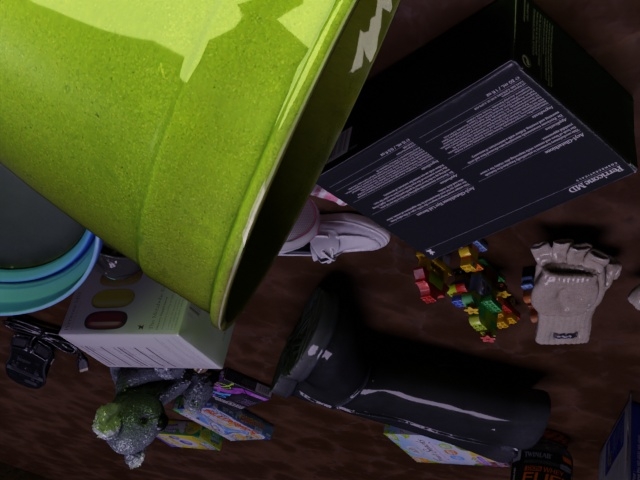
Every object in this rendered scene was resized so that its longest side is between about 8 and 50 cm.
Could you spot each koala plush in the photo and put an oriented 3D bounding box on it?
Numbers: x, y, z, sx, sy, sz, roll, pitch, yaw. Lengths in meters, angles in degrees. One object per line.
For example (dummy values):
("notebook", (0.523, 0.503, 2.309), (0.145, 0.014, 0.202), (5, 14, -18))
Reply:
("koala plush", (-0.354, 0.322, 1.661), (0.203, 0.221, 0.196), (7, 147, 21))

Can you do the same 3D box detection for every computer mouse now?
("computer mouse", (-0.576, 0.243, 1.801), (0.184, 0.060, 0.262), (20, 139, -2))

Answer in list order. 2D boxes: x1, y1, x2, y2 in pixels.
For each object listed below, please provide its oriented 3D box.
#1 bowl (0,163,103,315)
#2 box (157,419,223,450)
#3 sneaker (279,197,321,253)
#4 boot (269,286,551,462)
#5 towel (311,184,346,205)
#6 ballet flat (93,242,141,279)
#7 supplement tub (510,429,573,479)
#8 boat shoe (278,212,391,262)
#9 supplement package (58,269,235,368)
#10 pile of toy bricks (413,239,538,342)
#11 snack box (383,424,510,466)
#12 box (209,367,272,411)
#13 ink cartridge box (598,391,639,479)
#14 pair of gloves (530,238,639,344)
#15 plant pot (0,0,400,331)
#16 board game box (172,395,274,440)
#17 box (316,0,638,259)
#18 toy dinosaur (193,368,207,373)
("bowl", (-0.452, -0.074, 1.054), (0.391, 0.077, 0.391), (5, 128, 7))
("box", (-0.327, 0.492, 2.138), (0.179, 0.043, 0.105), (-5, 146, 27))
("sneaker", (-0.107, -0.063, 0.972), (0.252, 0.103, 0.111), (22, 154, -18))
("boot", (0.164, 0.236, 1.374), (0.445, 0.146, 0.367), (20, 160, -3))
("towel", (-0.035, -0.104, 1.001), (0.197, 0.029, 0.144), (18, 151, -8))
("ballet flat", (-0.361, -0.038, 1.197), (0.280, 0.095, 0.096), (30, 136, -33))
("supplement tub", (0.424, 0.469, 1.628), (0.116, 0.190, 0.117), (10, 150, 5))
("boat shoe", (0.000, 0.000, 1.128), (0.184, 0.063, 0.066), (8, 150, 11))
("supplement package", (-0.276, 0.122, 1.378), (0.244, 0.139, 0.134), (-4, 147, 28))
("pile of toy bricks", (0.222, 0.084, 1.135), (0.118, 0.105, 0.212), (-15, 140, 41))
("snack box", (0.256, 0.390, 1.686), (0.207, 0.070, 0.174), (-5, 146, 32))
("box", (-0.187, 0.320, 1.793), (0.116, 0.029, 0.162), (27, 149, -22))
("ink cartridge box", (0.546, 0.405, 1.493), (0.065, 0.165, 0.333), (6, 151, 13))
("pair of gloves", (0.387, 0.059, 1.069), (0.240, 0.042, 0.204), (-7, 141, 13))
("plant pot", (-0.148, -0.173, 0.653), (0.352, 0.367, 0.366), (26, 150, 1))
("board game box", (-0.224, 0.411, 1.959), (0.136, 0.035, 0.201), (-14, 141, 39))
("box", (0.148, -0.099, 0.844), (0.184, 0.103, 0.261), (34, 140, -27))
("toy dinosaur", (-0.220, 0.159, 1.506), (0.118, 0.064, 0.268), (12, 149, -11))
